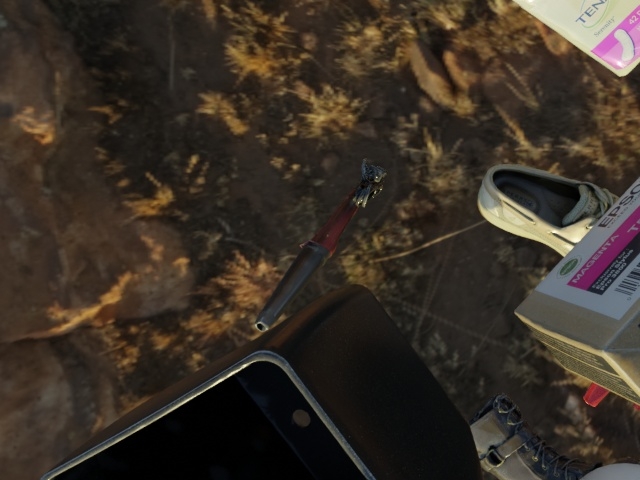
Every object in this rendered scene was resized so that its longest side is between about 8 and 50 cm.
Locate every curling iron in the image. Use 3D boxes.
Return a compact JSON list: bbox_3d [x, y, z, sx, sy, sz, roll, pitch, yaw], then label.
[{"bbox_3d":[0.000,0.000,1.125,0.035,0.274,0.068,31,145,11],"label":"curling iron"}]

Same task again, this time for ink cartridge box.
[{"bbox_3d":[0.308,0.023,0.889,0.088,0.193,0.234,44,85,-12],"label":"ink cartridge box"}]

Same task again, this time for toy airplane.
[{"bbox_3d":[0.448,0.194,1.465,0.028,0.151,0.151,24,110,56],"label":"toy airplane"}]

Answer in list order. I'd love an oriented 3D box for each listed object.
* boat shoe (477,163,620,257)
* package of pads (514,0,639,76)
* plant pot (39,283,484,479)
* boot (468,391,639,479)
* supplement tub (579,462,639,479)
[{"bbox_3d":[0.371,-0.031,1.418,0.302,0.098,0.109,22,75,9],"label":"boat shoe"},{"bbox_3d":[0.332,-0.345,1.062,0.229,0.101,0.296,32,130,-13],"label":"package of pads"},{"bbox_3d":[-0.009,0.134,0.593,0.187,0.167,0.188,-33,98,30],"label":"plant pot"},{"bbox_3d":[0.344,0.334,1.568,0.229,0.091,0.263,53,129,6],"label":"boot"},{"bbox_3d":[0.179,0.274,0.544,0.235,0.235,0.325,41,88,14],"label":"supplement tub"}]
